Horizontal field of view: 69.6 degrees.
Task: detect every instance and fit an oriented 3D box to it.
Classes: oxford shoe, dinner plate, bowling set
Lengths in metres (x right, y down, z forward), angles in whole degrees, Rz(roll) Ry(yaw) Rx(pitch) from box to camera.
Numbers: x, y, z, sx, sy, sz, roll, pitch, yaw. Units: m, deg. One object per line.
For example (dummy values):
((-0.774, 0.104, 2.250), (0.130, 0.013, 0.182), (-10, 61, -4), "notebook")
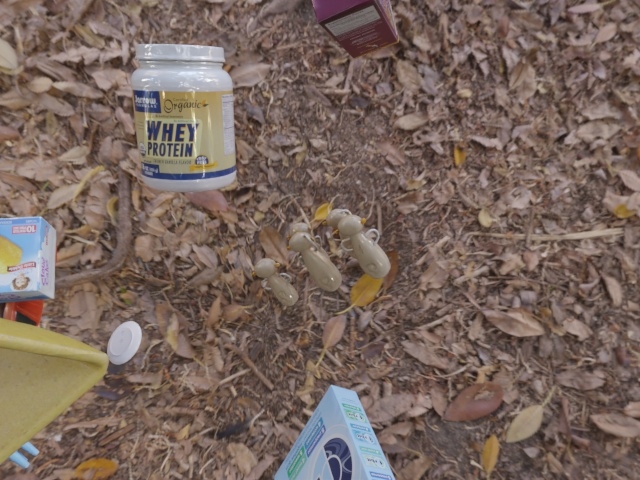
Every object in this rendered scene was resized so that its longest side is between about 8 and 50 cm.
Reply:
((-0.665, 0.075, 1.015), (0.098, 0.097, 0.271), (-9, 60, 14), "oxford shoe")
((-0.634, 0.325, 1.477), (0.141, 0.017, 0.141), (-13, 57, 20), "dinner plate")
((0.000, 0.000, 0.976), (0.287, 0.200, 0.154), (-22, 123, 22), "bowling set")

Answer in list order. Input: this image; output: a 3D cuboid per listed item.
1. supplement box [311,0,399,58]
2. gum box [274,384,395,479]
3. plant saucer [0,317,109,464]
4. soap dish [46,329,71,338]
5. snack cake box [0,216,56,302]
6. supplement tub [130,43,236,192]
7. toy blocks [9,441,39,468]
((0.048, -0.342, 0.652), (0.081, 0.188, 0.104), (-14, 92, 20), "supplement box")
((0.013, 0.281, 0.500), (0.041, 0.184, 0.157), (23, 105, -23), "gum box")
((-0.340, 0.115, 0.212), (0.333, 0.333, 0.081), (-40, 65, -3), "plant saucer")
((-0.894, 0.410, 1.355), (0.118, 0.229, 0.291), (42, 39, 2), "soap dish")
((-0.674, 0.045, 0.899), (0.264, 0.089, 0.152), (-4, 73, -12), "snack cake box")
((-0.319, -0.289, 1.089), (0.228, 0.228, 0.316), (-2, 110, -7), "supplement tub")
((-0.423, 0.237, 0.533), (0.123, 0.054, 0.148), (-39, 112, -10), "toy blocks")
